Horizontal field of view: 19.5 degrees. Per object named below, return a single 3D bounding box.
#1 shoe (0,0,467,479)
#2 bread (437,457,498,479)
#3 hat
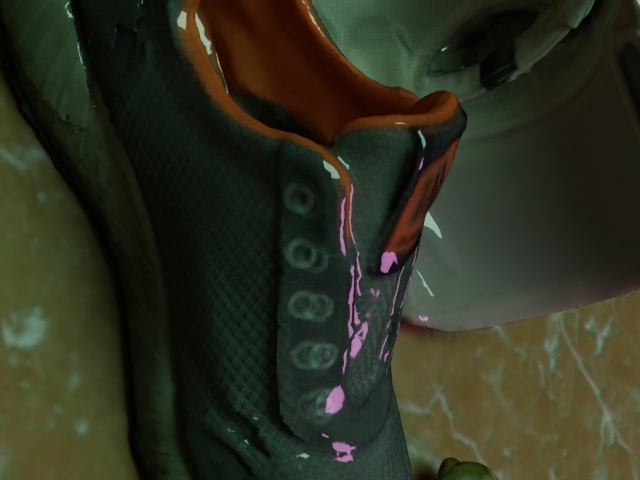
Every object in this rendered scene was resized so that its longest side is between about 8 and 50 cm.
[{"bbox_3d":[0.000,0.000,0.770,0.132,0.171,0.336,-23,92,-49],"label":"shoe"},{"bbox_3d":[0.062,0.146,0.888,0.049,0.033,0.088,54,46,-40],"label":"bread"},{"bbox_3d":[0.089,-0.080,0.896,0.226,0.219,0.164,58,28,-34],"label":"hat"}]
